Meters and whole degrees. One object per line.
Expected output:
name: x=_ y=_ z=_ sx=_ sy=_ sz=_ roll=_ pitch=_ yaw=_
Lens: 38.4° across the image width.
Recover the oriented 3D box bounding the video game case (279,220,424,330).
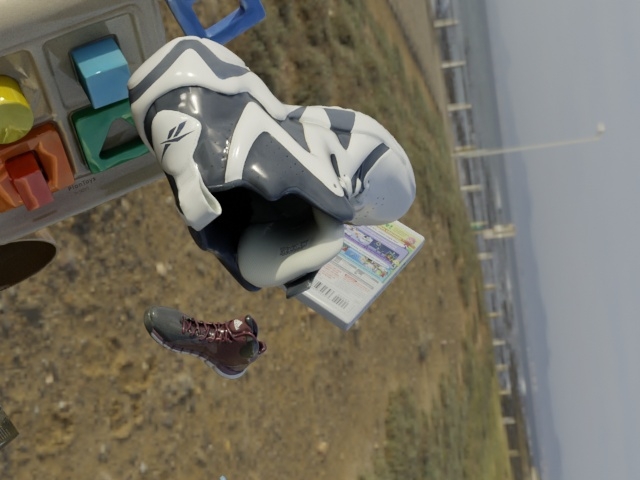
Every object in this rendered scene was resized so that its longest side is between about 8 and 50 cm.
video game case: x=0.000 y=0.000 z=1.194 sx=0.193 sy=0.212 sz=0.023 roll=-44 pitch=160 yaw=-39

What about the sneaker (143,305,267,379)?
sneaker: x=-0.234 y=0.190 z=2.011 sx=0.281 sy=0.163 sz=0.106 roll=33 pitch=36 yaw=-31

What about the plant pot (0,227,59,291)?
plant pot: x=-0.568 y=-0.057 z=1.432 sx=0.254 sy=0.237 sz=0.237 roll=64 pitch=8 yaw=12

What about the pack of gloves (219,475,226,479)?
pack of gloves: x=-0.191 y=0.438 z=1.256 sx=0.232 sy=0.046 sz=0.195 roll=-44 pitch=151 yaw=-72

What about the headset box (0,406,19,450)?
headset box: x=-0.563 y=0.236 z=1.109 sx=0.283 sy=0.246 sz=0.131 roll=-44 pitch=164 yaw=-24

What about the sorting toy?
sorting toy: x=-0.187 y=-0.086 z=0.661 sx=0.047 sy=0.348 sz=0.196 roll=54 pitch=-19 yaw=35

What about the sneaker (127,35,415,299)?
sneaker: x=-0.009 y=-0.019 z=0.578 sx=0.235 sy=0.094 sz=0.153 roll=30 pitch=35 yaw=-47
